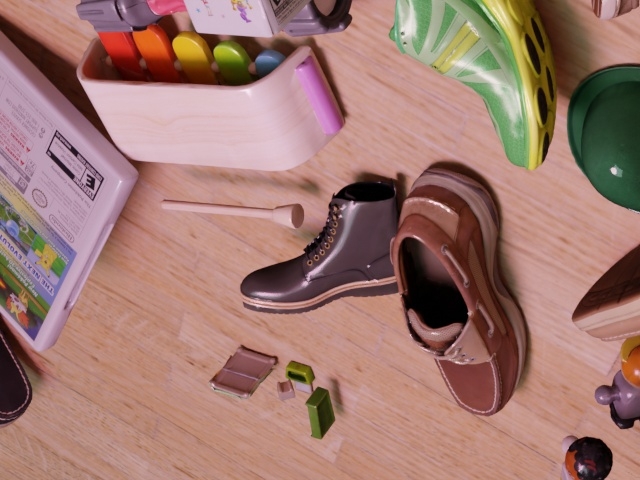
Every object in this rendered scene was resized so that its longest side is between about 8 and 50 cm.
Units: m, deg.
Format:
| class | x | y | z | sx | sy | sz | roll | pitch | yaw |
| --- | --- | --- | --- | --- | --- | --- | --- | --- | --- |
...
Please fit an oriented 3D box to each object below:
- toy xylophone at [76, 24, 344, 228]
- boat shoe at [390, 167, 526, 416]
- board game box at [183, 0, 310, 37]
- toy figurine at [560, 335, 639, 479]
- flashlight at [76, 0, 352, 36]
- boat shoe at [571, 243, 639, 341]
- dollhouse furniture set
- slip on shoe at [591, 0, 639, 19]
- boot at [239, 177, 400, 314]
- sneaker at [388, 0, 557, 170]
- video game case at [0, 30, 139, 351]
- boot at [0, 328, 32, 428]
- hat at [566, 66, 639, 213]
| class | x | y | z | sx | sy | sz | roll | pitch | yaw |
| --- | --- | --- | --- | --- | --- | --- | --- | --- | --- |
| toy xylophone | -0.125 | -0.129 | 2.072 | 0.323 | 0.081 | 0.236 | 12 | 141 | 29 |
| boat shoe | 0.136 | 0.075 | 2.042 | 0.123 | 0.116 | 0.324 | 9 | 134 | 33 |
| board game box | -0.064 | -0.366 | 1.669 | 0.097 | 0.224 | 0.303 | 8 | 133 | 36 |
| toy figurine | 0.358 | 0.224 | 1.941 | 0.209 | 0.213 | 0.148 | 30 | 154 | 18 |
| flashlight | -0.112 | -0.251 | 1.915 | 0.304 | 0.103 | 0.103 | 1 | 163 | 32 |
| boat shoe | 0.385 | 0.046 | 1.810 | 0.110 | 0.121 | 0.341 | 50 | 140 | -14 |
| dollhouse furniture set | -0.056 | 0.192 | 2.350 | 0.152 | 0.076 | 0.058 | 15 | 136 | 26 |
| slip on shoe | 0.263 | -0.257 | 1.668 | 0.041 | 0.051 | 0.135 | -9 | 124 | -5 |
| boot | 0.000 | 0.000 | 2.068 | 0.198 | 0.077 | 0.137 | -13 | 130 | -1 |
| sneaker | 0.133 | -0.198 | 1.764 | 0.123 | 0.109 | 0.295 | -20 | 108 | 26 |
| video game case | -0.378 | -0.079 | 2.240 | 0.329 | 0.036 | 0.300 | 45 | 129 | 17 |
| boot | -0.471 | 0.075 | 2.521 | 0.284 | 0.138 | 0.377 | -23 | 104 | 49 |
| hat | 0.273 | -0.047 | 1.753 | 0.173 | 0.183 | 0.208 | 24 | 140 | 18 |
